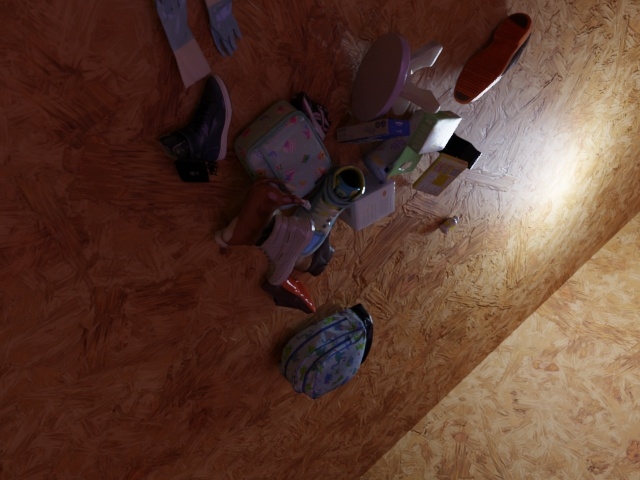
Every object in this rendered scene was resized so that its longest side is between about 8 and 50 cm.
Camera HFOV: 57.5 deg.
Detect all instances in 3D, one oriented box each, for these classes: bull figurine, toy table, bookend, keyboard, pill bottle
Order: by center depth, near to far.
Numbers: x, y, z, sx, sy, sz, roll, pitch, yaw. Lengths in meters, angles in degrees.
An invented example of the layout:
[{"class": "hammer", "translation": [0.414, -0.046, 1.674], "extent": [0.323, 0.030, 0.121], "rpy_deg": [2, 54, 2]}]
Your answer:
[{"class": "keyboard", "translation": [-0.299, -0.180, 1.428], "extent": [0.100, 0.192, 0.038], "rpy_deg": [1, 83, -8]}, {"class": "bull figurine", "translation": [-0.165, -0.055, 1.604], "extent": [0.188, 0.101, 0.310], "rpy_deg": [7, 142, -28]}, {"class": "toy table", "translation": [0.218, -0.456, 1.652], "extent": [0.160, 0.252, 0.274], "rpy_deg": [-6, 158, -30]}, {"class": "bookend", "translation": [0.451, -0.334, 2.014], "extent": [0.156, 0.157, 0.072], "rpy_deg": [27, 100, -51]}, {"class": "pill bottle", "translation": [0.529, -0.067, 2.387], "extent": [0.083, 0.043, 0.043], "rpy_deg": [-39, 140, -13]}]

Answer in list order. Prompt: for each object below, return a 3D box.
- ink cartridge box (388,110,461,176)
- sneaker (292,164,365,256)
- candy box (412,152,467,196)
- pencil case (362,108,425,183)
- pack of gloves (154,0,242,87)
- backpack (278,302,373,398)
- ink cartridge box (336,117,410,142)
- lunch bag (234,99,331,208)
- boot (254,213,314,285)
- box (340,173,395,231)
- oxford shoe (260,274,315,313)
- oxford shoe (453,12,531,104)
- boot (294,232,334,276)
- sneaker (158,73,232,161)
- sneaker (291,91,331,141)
[{"class": "ink cartridge box", "translation": [0.321, -0.288, 1.798], "extent": [0.171, 0.056, 0.235], "rpy_deg": [-18, 142, -51]}, {"class": "sneaker", "translation": [0.016, -0.096, 1.717], "extent": [0.127, 0.208, 0.319], "rpy_deg": [30, 82, -12]}, {"class": "candy box", "translation": [0.418, -0.228, 2.055], "extent": [0.105, 0.027, 0.206], "rpy_deg": [18, 148, -14]}, {"class": "pencil case", "translation": [0.263, -0.306, 1.886], "extent": [0.273, 0.124, 0.113], "rpy_deg": [-42, 100, -13]}, {"class": "pack of gloves", "translation": [-0.276, -0.493, 1.306], "extent": [0.195, 0.046, 0.232], "rpy_deg": [-44, 145, -26]}, {"class": "backpack", "translation": [0.018, 0.423, 2.158], "extent": [0.355, 0.273, 0.290], "rpy_deg": [-5, 131, -26]}, {"class": "ink cartridge box", "translation": [0.152, -0.318, 1.708], "extent": [0.097, 0.207, 0.046], "rpy_deg": [-4, 93, -42]}, {"class": "lunch bag", "translation": [-0.101, -0.223, 1.615], "extent": [0.224, 0.108, 0.279], "rpy_deg": [-43, 141, -9]}, {"class": "boot", "translation": [-0.124, 0.022, 1.579], "extent": [0.123, 0.095, 0.258], "rpy_deg": [13, 132, -24]}, {"class": "box", "translation": [0.157, -0.133, 1.944], "extent": [0.170, 0.091, 0.130], "rpy_deg": [-28, 136, -25]}, {"class": "oxford shoe", "translation": [-0.105, 0.184, 1.966], "extent": [0.098, 0.097, 0.271], "rpy_deg": [-32, 137, 9]}, {"class": "oxford shoe", "translation": [0.594, -0.588, 1.978], "extent": [0.364, 0.130, 0.133], "rpy_deg": [-49, 149, 0]}, {"class": "boot", "translation": [0.000, 0.000, 1.932], "extent": [0.248, 0.090, 0.207], "rpy_deg": [-55, 154, 2]}, {"class": "sneaker", "translation": [-0.302, -0.279, 1.398], "extent": [0.163, 0.086, 0.226], "rpy_deg": [-19, 133, -36]}, {"class": "sneaker", "translation": [-0.021, -0.359, 1.630], "extent": [0.077, 0.072, 0.178], "rpy_deg": [-54, 150, -14]}]
